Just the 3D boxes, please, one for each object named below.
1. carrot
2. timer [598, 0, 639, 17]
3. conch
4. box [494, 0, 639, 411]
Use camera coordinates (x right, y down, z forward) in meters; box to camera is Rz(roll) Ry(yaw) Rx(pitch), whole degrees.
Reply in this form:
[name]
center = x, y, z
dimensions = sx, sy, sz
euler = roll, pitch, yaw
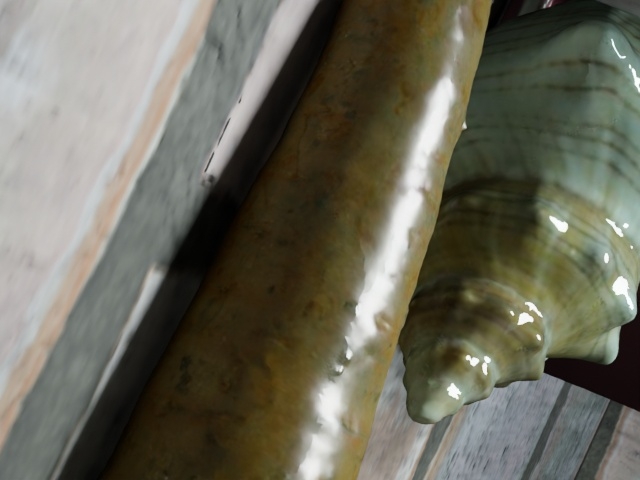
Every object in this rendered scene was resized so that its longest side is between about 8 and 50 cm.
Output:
[carrot]
center = 0.000, 0.000, 0.552
dimensions = 0.078, 0.078, 0.298
euler = 63, 47, -73
[timer]
center = 0.180, -0.180, 0.629
dimensions = 0.195, 0.192, 0.194
euler = -50, 159, -50
[conch]
center = 0.086, -0.035, 0.659
dimensions = 0.114, 0.137, 0.234
euler = 42, 74, -36
[box]
center = 0.158, -0.019, 0.888
dimensions = 0.193, 0.167, 0.294
euler = -61, 166, -10
